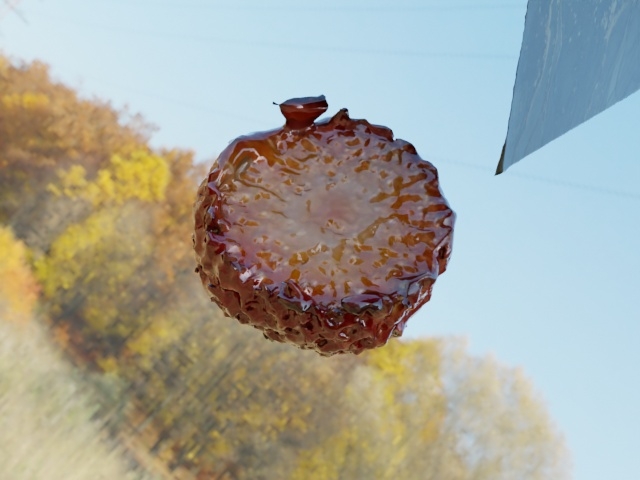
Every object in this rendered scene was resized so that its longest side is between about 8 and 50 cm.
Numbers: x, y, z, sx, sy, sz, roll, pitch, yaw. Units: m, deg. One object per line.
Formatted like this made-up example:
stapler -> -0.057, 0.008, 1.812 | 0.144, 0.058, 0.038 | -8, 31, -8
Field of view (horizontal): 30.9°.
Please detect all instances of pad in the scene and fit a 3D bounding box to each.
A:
pad -> 0.178, -0.189, 0.608 | 0.007, 0.367, 0.248 | 17, -67, 25

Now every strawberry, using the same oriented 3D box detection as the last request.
strawberry -> 0.000, 0.000, 0.606 | 0.145, 0.145, 0.086 | 40, -40, 9
